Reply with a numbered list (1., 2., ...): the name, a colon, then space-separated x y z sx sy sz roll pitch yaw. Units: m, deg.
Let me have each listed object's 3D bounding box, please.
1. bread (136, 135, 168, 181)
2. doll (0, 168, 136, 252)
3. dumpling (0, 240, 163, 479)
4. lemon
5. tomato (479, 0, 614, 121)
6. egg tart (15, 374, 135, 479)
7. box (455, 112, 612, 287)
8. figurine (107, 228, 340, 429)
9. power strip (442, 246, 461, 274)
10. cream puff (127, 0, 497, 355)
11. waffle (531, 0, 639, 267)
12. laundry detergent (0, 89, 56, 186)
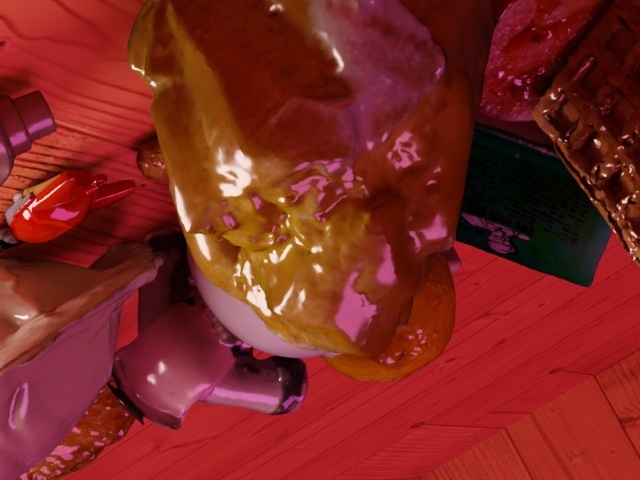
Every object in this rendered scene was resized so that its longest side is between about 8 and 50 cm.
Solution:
1. bread: -0.110 -0.105 1.573 0.157 0.044 0.052 -26 167 1
2. doll: -0.273 -0.023 1.549 0.169 0.057 0.109 -32 162 22
3. dumpling: -0.312 0.125 1.579 0.395 0.233 0.315 -31 -170 -20
4. lemon: 0.067 0.069 1.965 0.204 0.260 0.204 -6 123 -9
5. tomato: 0.254 -0.266 1.489 0.338 0.144 0.338 -27 153 -15
6. egg tart: -0.366 0.210 1.922 0.341 0.129 0.341 -24 159 -10
7. box: 0.232 -0.082 1.868 0.337 0.264 0.106 88 25 -70
8. figurine: -0.052 0.047 1.676 0.361 0.253 0.211 -44 -169 34
9. power strip: 0.093 0.055 2.152 0.070 0.105 0.257 -14 157 -37
10. cream puff: -0.027 -0.105 1.302 0.275 0.378 0.378 11 150 -10
11. waffle: 0.335 -0.145 1.392 0.091 0.213 0.308 -4 141 -39
12. laundry detergent: -0.342 -0.051 1.372 0.237 0.076 0.171 -24 162 -14
